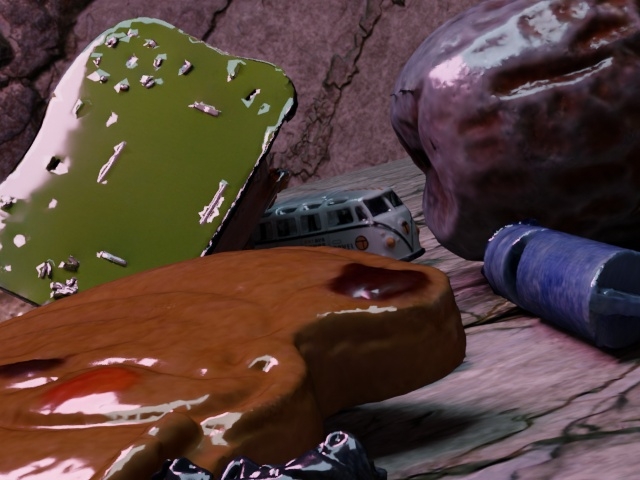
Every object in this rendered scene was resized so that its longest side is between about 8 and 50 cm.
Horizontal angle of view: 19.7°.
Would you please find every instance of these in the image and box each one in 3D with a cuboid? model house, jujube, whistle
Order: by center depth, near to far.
[{"bbox_3d":[0.160,0.025,1.171,0.062,0.062,0.304,-15,5,-5],"label":"whistle"},{"bbox_3d":[0.217,-0.097,1.494,0.308,0.215,0.246,-19,-17,-12],"label":"jujube"},{"bbox_3d":[-0.157,-0.028,1.639,0.207,0.294,0.154,23,-24,17],"label":"model house"}]

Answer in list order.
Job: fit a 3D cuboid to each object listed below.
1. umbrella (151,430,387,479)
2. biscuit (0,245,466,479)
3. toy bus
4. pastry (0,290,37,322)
[{"bbox_3d":[-0.079,0.129,0.719,0.224,0.071,0.080,-19,-22,-1],"label":"umbrella"},{"bbox_3d":[-0.147,0.098,0.951,0.349,0.078,0.455,-9,15,38],"label":"biscuit"},{"bbox_3d":[0.000,0.000,1.714,0.194,0.089,0.087,-10,7,35],"label":"toy bus"},{"bbox_3d":[-0.365,0.080,1.913,0.258,0.089,0.121,-19,19,-13],"label":"pastry"}]
